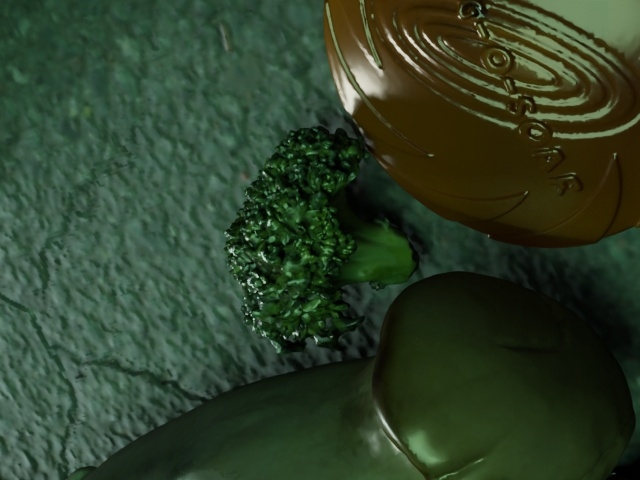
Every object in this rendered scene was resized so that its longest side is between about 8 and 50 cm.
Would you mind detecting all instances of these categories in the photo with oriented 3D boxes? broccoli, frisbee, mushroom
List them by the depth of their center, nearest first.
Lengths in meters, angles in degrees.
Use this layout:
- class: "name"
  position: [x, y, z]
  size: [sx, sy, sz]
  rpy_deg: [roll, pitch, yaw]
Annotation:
- class: "frisbee"
  position: [0.084, -0.079, 0.754]
  size: [0.192, 0.035, 0.192]
  rpy_deg: [14, 123, 22]
- class: "broccoli"
  position: [0.000, 0.000, 0.828]
  size: [0.095, 0.092, 0.097]
  rpy_deg: [137, 130, -68]
- class: "mushroom"
  position: [-0.022, 0.141, 0.867]
  size: [0.407, 0.137, 0.154]
  rpy_deg: [-41, 57, 40]

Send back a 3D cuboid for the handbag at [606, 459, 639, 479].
- class: "handbag"
  position: [0.189, 0.197, 0.823]
  size: [0.203, 0.074, 0.216]
  rpy_deg: [-24, 103, 36]
